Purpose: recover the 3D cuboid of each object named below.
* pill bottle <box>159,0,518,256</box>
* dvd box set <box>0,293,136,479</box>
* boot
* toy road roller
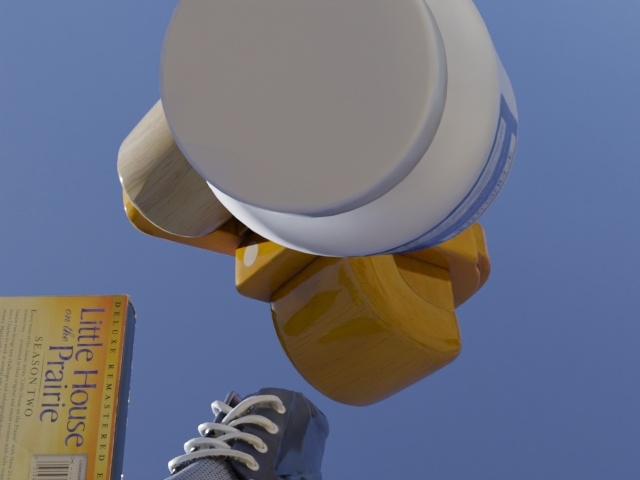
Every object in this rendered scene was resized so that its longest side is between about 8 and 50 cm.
[{"bbox_3d":[0.013,-0.049,0.401,0.112,0.112,0.187,44,-171,10],"label":"pill bottle"},{"bbox_3d":[-0.435,0.211,1.247,0.421,0.062,0.307,-1,-118,2],"label":"dvd box set"},{"bbox_3d":[-0.044,0.101,0.470,0.190,0.069,0.086,50,-140,-65],"label":"boot"},{"bbox_3d":[0.000,0.000,0.934,0.330,0.202,0.240,17,-127,-31],"label":"toy road roller"}]
